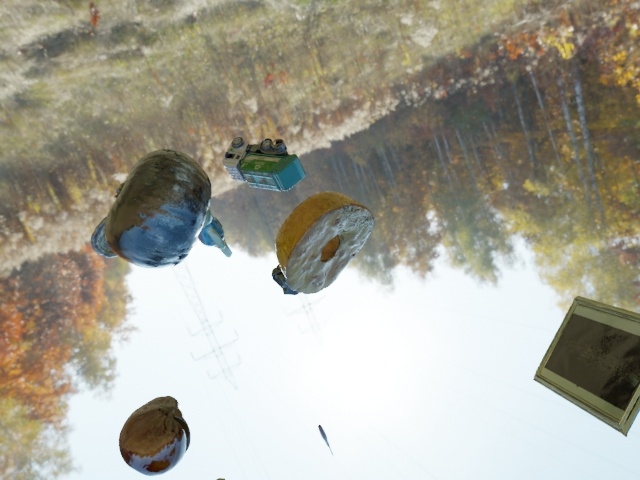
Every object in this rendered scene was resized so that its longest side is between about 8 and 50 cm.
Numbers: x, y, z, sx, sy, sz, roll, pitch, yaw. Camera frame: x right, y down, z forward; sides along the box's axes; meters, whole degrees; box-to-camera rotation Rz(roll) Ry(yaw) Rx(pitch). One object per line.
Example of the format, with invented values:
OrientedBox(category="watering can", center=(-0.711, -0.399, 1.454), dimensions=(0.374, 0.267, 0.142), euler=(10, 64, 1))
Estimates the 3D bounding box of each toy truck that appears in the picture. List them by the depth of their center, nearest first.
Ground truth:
OrientedBox(category="toy truck", center=(-0.167, -0.224, 1.519), dimensions=(0.253, 0.114, 0.124), euler=(9, -122, 27))

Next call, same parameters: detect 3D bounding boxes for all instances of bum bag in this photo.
OrientedBox(category="bum bag", center=(-0.087, 0.071, 2.060), dimensions=(0.327, 0.142, 0.080), euler=(-62, -169, 7))

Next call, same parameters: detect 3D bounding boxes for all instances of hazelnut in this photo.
OrientedBox(category="hazelnut", center=(-0.511, 0.600, 1.620), dimensions=(0.217, 0.217, 0.251), euler=(-22, -161, 2))

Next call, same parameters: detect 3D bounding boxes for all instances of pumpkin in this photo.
OrientedBox(category="pumpkin", center=(-0.304, -0.058, 0.971), dimensions=(0.233, 0.163, 0.233), euler=(-44, -147, 38))

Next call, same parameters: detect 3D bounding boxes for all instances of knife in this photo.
OrientedBox(category="knife", center=(0.017, 0.644, 1.664), dimensions=(0.018, 0.247, 0.035), euler=(-28, -131, -12))

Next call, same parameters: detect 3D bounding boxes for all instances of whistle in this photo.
OrientedBox(category="whistle", center=(-0.272, -0.030, 1.222), dimensions=(0.077, 0.236, 0.114), euler=(-40, -127, -12))

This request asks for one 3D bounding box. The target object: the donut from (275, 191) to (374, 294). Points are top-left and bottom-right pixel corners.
OrientedBox(category="donut", center=(0.002, -0.002, 1.301), dimensions=(0.277, 0.278, 0.108), euler=(-26, -128, -24))

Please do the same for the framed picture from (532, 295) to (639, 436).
OrientedBox(category="framed picture", center=(0.576, 0.240, 1.078), dimensions=(0.231, 0.018, 0.293), euler=(-62, -168, -1))

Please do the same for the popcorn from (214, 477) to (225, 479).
OrientedBox(category="popcorn", center=(-0.297, 0.727, 1.447), dimensions=(0.106, 0.116, 0.121), euler=(2, -137, 0))

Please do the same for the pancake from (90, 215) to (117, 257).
OrientedBox(category="pancake", center=(-0.677, -0.014, 1.735), dimensions=(0.190, 0.020, 0.184), euler=(2, 125, -54))
